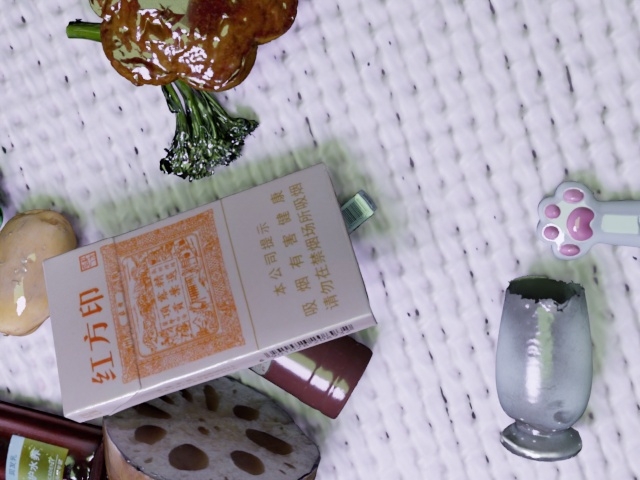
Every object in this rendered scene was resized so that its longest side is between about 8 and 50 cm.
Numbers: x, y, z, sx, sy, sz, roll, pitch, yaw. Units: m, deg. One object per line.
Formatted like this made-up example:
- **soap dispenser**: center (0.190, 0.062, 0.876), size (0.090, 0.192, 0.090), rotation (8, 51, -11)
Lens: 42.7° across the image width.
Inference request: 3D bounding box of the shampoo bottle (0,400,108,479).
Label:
- **shampoo bottle**: center (-0.456, 0.289, 1.160), size (0.323, 0.084, 0.129), rotation (12, 100, 11)

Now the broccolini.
- **broccolini**: center (-0.217, -0.174, 1.031), size (0.271, 0.062, 0.123), rotation (36, 91, -2)

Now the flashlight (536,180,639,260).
- **flashlight**: center (0.352, -0.018, 0.939), size (0.200, 0.047, 0.093), rotation (4, 101, 13)

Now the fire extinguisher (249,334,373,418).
- **fire extinguisher**: center (-0.113, 0.109, 1.026), size (0.344, 0.102, 0.138), rotation (29, 63, 5)

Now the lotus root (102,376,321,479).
- **lotus root**: center (-0.147, 0.293, 1.013), size (0.272, 0.272, 0.192), rotation (19, 115, 9)

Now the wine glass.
- **wine glass**: center (0.261, 0.150, 0.958), size (0.111, 0.111, 0.204), rotation (2, 103, 12)

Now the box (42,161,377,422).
- **box**: center (-0.136, 0.059, 0.954), size (0.365, 0.051, 0.205), rotation (-19, 65, 4)

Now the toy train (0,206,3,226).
- **toy train**: center (-0.532, -0.016, 1.119), size (0.251, 0.085, 0.119), rotation (-35, 66, 21)

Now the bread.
- **bread**: center (-0.140, -0.281, 0.936), size (0.232, 0.135, 0.247), rotation (17, 90, -3)

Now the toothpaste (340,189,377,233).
- **toothpaste**: center (0.000, 0.000, 1.022), size (0.164, 0.046, 0.034), rotation (-39, 91, 16)

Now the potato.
- **potato**: center (-0.385, 0.042, 1.086), size (0.109, 0.118, 0.178), rotation (17, 91, -26)
